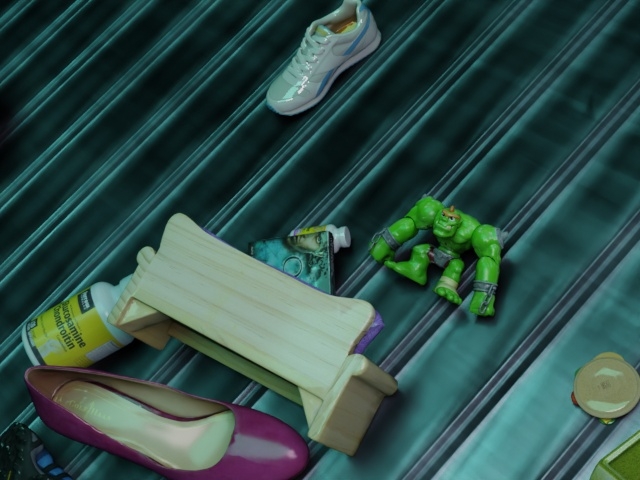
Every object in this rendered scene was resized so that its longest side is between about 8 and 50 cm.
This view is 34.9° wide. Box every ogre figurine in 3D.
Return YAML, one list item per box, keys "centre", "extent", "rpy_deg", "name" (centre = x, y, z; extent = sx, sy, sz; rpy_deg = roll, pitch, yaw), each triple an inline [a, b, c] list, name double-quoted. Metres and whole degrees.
- centre: [0.167, 0.012, 1.378]
  extent: [0.197, 0.097, 0.118]
  rpy_deg: [28, 90, 50]
  name: "ogre figurine"

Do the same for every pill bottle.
- centre: [-0.338, 0.125, 1.505]
  extent: [0.184, 0.103, 0.103]
  rpy_deg: [-30, 52, 3]
  name: "pill bottle"
- centre: [0.000, 0.000, 1.481]
  extent: [0.083, 0.043, 0.043]
  rpy_deg: [-8, 56, 18]
  name: "pill bottle"

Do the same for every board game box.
- centre: [-0.040, 0.084, 1.428]
  extent: [0.126, 0.026, 0.186]
  rpy_deg: [-9, 69, 18]
  name: "board game box"

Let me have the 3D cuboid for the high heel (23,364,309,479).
- centre: [-0.207, 0.240, 1.324]
  extent: [0.377, 0.181, 0.127]
  rpy_deg: [0, 59, 23]
  name: "high heel"

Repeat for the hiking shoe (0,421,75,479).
- centre: [-0.378, 0.351, 1.372]
  extent: [0.113, 0.132, 0.304]
  rpy_deg: [-47, 30, -9]
  name: "hiking shoe"

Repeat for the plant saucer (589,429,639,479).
- centre: [0.388, 0.240, 1.094]
  extent: [0.188, 0.045, 0.188]
  rpy_deg: [-37, 15, -3]
  name: "plant saucer"

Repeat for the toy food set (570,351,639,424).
- centre: [0.346, 0.179, 1.233]
  extent: [0.083, 0.020, 0.083]
  rpy_deg: [-37, 53, -3]
  name: "toy food set"

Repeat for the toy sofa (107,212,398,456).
- centre: [-0.079, 0.119, 1.332]
  extent: [0.363, 0.150, 0.177]
  rpy_deg: [24, 80, 26]
  name: "toy sofa"

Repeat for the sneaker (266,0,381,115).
- centre: [-0.006, -0.299, 1.648]
  extent: [0.229, 0.092, 0.087]
  rpy_deg: [-45, 55, -7]
  name: "sneaker"
